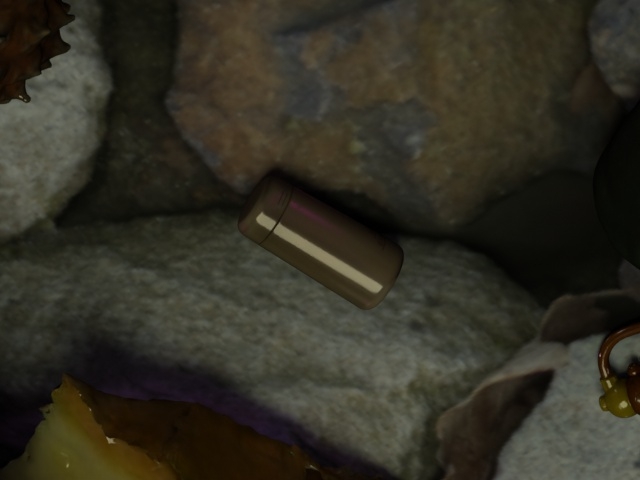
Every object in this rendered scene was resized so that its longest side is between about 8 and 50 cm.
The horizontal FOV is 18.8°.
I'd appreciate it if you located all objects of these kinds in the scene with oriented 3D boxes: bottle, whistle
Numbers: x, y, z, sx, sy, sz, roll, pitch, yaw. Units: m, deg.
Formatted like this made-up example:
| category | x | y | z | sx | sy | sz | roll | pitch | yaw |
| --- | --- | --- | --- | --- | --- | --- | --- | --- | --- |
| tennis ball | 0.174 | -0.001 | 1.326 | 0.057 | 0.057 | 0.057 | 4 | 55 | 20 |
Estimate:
| category | x | y | z | sx | sy | sz | roll | pitch | yaw |
| --- | --- | --- | --- | --- | --- | --- | --- | --- | --- |
| bottle | 0.000 | 0.000 | 1.147 | 0.096 | 0.045 | 0.045 | 32 | 122 | -13 |
| whistle | 0.218 | 0.080 | 1.181 | 0.109 | 0.046 | 0.057 | -13 | 137 | 22 |

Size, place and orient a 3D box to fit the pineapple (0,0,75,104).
| category | x | y | z | sx | sy | sz | roll | pitch | yaw |
| --- | --- | --- | --- | --- | --- | --- | --- | --- | --- |
| pineapple | -0.202 | -0.132 | 1.008 | 0.193 | 0.166 | 0.166 | -24 | 121 | 1 |

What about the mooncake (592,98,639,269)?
| category | x | y | z | sx | sy | sz | roll | pitch | yaw |
| --- | --- | --- | --- | --- | --- | --- | --- | --- | --- |
| mooncake | 0.221 | -0.057 | 1.040 | 0.104 | 0.168 | 0.175 | 11 | 158 | -21 |

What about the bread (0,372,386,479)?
| category | x | y | z | sx | sy | sz | roll | pitch | yaw |
| --- | --- | --- | --- | --- | --- | --- | --- | --- | --- |
| bread | -0.069 | 0.282 | 1.210 | 0.315 | 0.279 | 0.248 | 21 | 134 | -33 |
